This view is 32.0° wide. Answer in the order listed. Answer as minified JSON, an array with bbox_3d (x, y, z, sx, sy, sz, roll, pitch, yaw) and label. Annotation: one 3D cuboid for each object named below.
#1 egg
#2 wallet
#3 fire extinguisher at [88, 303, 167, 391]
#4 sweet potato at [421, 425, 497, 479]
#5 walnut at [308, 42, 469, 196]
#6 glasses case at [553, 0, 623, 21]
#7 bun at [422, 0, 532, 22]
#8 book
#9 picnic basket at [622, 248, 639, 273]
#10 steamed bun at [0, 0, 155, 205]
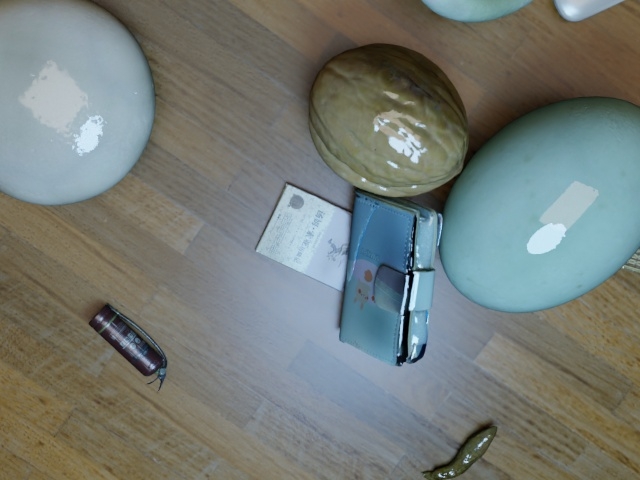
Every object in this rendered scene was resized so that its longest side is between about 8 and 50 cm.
[{"bbox_3d":[0.350,-0.054,1.685,0.389,0.276,0.276,-39,99,16],"label":"egg"},{"bbox_3d":[0.102,0.057,1.737,0.075,0.176,0.250,-4,107,-37],"label":"wallet"},{"bbox_3d":[-0.304,0.172,1.806,0.158,0.043,0.064,45,52,-10],"label":"fire extinguisher"},{"bbox_3d":[0.241,0.364,1.872,0.153,0.038,0.041,-40,75,12],"label":"sweet potato"},{"bbox_3d":[0.106,-0.180,1.680,0.261,0.225,0.225,34,96,-1],"label":"walnut"},{"bbox_3d":[0.461,-0.412,1.747,0.204,0.051,0.081,-24,99,1],"label":"glasses case"},{"bbox_3d":[0.214,-0.471,1.663,0.293,0.187,0.293,-8,106,-27],"label":"bun"},{"bbox_3d":[0.000,0.000,1.808,0.182,0.014,0.127,26,98,-7],"label":"book"},{"bbox_3d":[0.527,-0.026,1.800,0.115,0.079,0.164,15,98,-6],"label":"picnic basket"},{"bbox_3d":[-0.405,-0.212,1.656,0.324,0.206,0.324,0,98,-3],"label":"steamed bun"}]
